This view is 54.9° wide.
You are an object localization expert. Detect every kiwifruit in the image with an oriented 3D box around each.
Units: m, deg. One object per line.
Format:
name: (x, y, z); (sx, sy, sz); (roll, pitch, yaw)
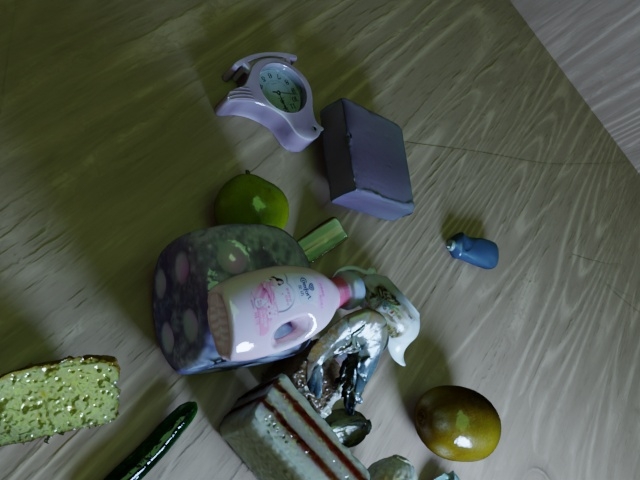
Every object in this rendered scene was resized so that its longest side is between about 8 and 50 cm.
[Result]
kiwifruit: (0.350, 0.473, 1.600); (0.233, 0.196, 0.196); (20, 60, -23)

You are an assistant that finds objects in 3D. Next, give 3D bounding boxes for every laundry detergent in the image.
laundry detergent: (-0.052, 0.123, 1.172); (0.335, 0.087, 0.159); (-9, 95, -42)
laundry detergent: (0.476, 0.030, 1.963); (0.206, 0.061, 0.097); (13, 72, -30)

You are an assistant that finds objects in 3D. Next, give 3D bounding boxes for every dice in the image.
dice: (-0.184, 0.128, 1.306); (0.270, 0.270, 0.272); (0, 72, -36)

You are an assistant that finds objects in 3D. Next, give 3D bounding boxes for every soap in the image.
soap: (0.140, -0.226, 1.768); (0.285, 0.107, 0.297); (15, 62, -43)

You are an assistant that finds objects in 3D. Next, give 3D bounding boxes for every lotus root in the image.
lotus root: (0.043, 0.446, 1.459); (0.179, 0.080, 0.089); (1, 92, -31)

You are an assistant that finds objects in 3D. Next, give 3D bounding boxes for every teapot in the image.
teapot: (0.157, 0.177, 1.604); (0.139, 0.204, 0.298); (-42, 78, 3)

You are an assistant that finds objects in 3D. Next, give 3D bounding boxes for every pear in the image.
pear: (-0.167, -0.089, 1.498); (0.180, 0.166, 0.216); (15, 39, -17)

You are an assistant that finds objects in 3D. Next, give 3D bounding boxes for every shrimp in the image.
shrimp: (0.045, 0.265, 1.288); (0.177, 0.289, 0.075); (-4, 41, -27)

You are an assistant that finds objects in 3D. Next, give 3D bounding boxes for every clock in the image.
clock: (-0.144, -0.370, 1.673); (0.290, 0.080, 0.276); (-18, 82, -39)

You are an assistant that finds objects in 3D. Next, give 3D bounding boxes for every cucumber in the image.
cucumber: (-0.343, 0.423, 1.209); (0.056, 0.056, 0.284); (52, 55, -6)

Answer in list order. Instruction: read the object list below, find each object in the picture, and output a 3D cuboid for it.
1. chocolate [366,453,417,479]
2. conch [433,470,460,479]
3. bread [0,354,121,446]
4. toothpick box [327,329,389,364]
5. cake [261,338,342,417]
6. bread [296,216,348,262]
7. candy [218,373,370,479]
chocolate: (0.102, 0.605, 1.363); (0.309, 0.134, 0.134); (-41, 97, -21)
conch: (0.337, 0.679, 1.560); (0.135, 0.102, 0.153); (-10, 44, -27)
bread: (-0.485, 0.289, 1.108); (0.228, 0.139, 0.143); (-2, 75, -36)
toothpick box: (0.087, 0.248, 1.530); (0.098, 0.149, 0.099); (15, 63, -31)
cake: (-0.031, 0.326, 1.430); (0.147, 0.134, 0.135); (57, 47, -16)
bread: (-0.004, 0.003, 1.658); (0.139, 0.084, 0.074); (-35, 93, -9)
candy: (-0.059, 0.455, 1.320); (0.321, 0.179, 0.135); (52, 49, -7)
